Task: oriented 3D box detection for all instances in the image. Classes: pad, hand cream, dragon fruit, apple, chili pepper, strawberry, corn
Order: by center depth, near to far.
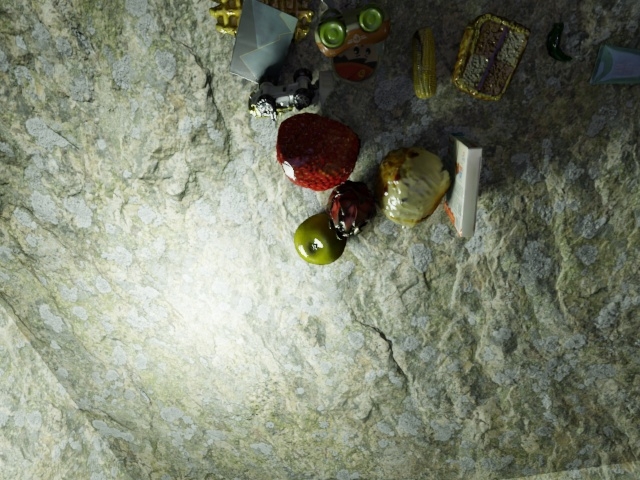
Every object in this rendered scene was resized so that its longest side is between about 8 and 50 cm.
[{"bbox_3d":[0.963,-0.502,1.159,0.312,0.070,0.111,5,116,9],"label":"hand cream"},{"bbox_3d":[0.695,-0.574,1.179,0.055,0.035,0.118,-16,107,31],"label":"chili pepper"},{"bbox_3d":[0.317,-0.537,1.227,0.072,0.072,0.203,-5,112,9],"label":"corn"},{"bbox_3d":[-0.181,-0.596,1.238,0.163,0.004,0.243,17,136,-12],"label":"pad"},{"bbox_3d":[-0.019,-0.268,1.268,0.250,0.288,0.239,16,126,23],"label":"strawberry"},{"bbox_3d":[0.105,-0.111,1.353,0.182,0.182,0.189,-33,64,19],"label":"dragon fruit"},{"bbox_3d":[0.000,0.000,1.451,0.196,0.157,0.196,4,108,13],"label":"apple"}]

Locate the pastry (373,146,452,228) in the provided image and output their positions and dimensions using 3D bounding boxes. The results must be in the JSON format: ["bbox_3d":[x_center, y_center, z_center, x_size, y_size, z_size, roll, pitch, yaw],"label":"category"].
[{"bbox_3d":[0.274,-0.165,1.305,0.236,0.170,0.256,32,139,11],"label":"pastry"}]

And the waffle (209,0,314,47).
[{"bbox_3d":[-0.183,-0.719,1.219,0.312,0.060,0.307,-29,105,18],"label":"waffle"}]

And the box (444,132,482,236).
[{"bbox_3d":[0.437,-0.182,1.251,0.048,0.273,0.265,-1,114,8],"label":"box"}]

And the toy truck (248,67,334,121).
[{"bbox_3d":[-0.092,-0.461,1.284,0.285,0.136,0.111,-7,146,8],"label":"toy truck"}]

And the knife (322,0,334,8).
[{"bbox_3d":[-0.030,-0.797,1.175,0.058,0.032,0.244,-34,111,-20],"label":"knife"}]

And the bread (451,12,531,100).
[{"bbox_3d":[0.492,-0.537,1.188,0.181,0.096,0.222,16,116,1],"label":"bread"}]

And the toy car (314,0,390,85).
[{"bbox_3d":[0.109,-0.586,1.212,0.235,0.145,0.235,0,132,0],"label":"toy car"}]
